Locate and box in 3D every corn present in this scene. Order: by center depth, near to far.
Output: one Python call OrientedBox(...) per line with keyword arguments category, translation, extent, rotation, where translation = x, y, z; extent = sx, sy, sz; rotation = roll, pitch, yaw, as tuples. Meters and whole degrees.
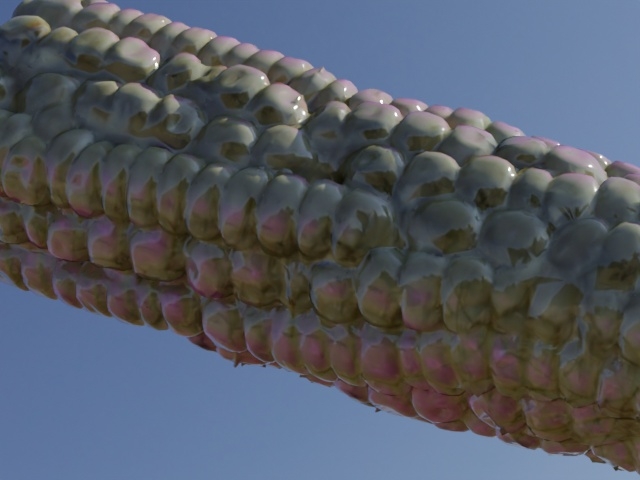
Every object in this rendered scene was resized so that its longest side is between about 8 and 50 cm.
OrientedBox(category="corn", translation=(0.001, 0.000, 0.425), extent=(0.126, 0.335, 0.126), rotation=(-45, -35, -43))
